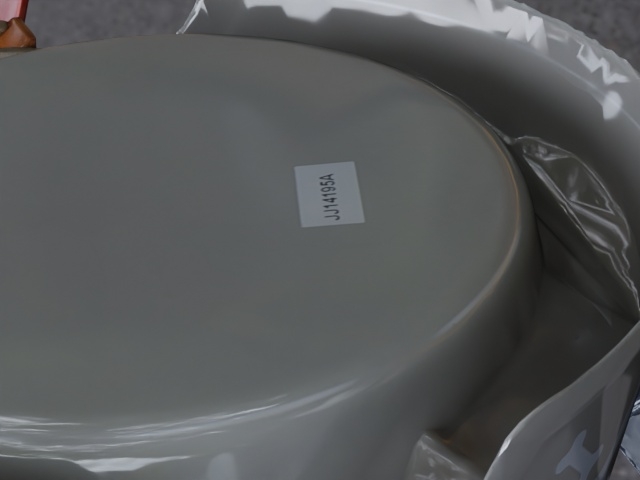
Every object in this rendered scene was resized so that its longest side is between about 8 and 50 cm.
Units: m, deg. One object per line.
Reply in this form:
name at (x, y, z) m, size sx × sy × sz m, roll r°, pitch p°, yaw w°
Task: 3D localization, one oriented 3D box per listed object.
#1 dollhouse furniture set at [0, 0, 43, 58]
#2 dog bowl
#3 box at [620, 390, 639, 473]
dollhouse furniture set at (-0.228, -0.185, 1.269) m, size 0.262 × 0.135 × 0.259 m, roll 47°, pitch 129°, yaw 46°
dog bowl at (-0.057, 0.019, 0.575) m, size 0.349 × 0.349 × 0.102 m, roll 47°, pitch 147°, yaw 50°
box at (0.440, 0.097, 1.458) m, size 0.293 × 0.395 × 0.212 m, roll -39°, pitch 87°, yaw 22°
